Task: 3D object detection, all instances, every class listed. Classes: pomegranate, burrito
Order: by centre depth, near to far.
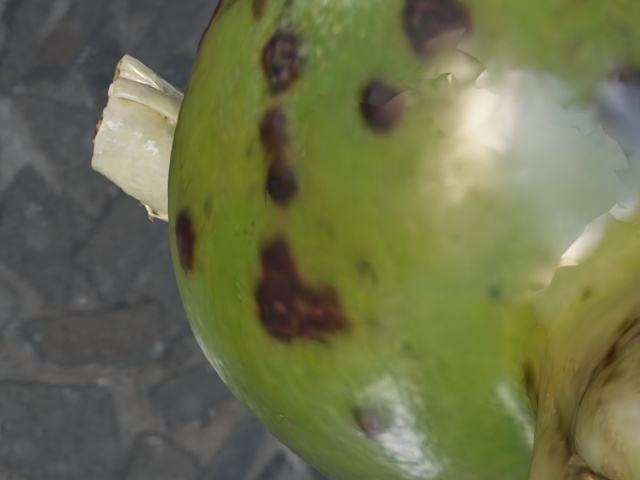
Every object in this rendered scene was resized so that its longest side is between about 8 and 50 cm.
[{"bbox_3d":[0.063,0.001,0.507,0.242,0.242,0.306,62,31,-16],"label":"pomegranate"},{"bbox_3d":[0.000,0.000,0.652,0.185,0.041,0.045,30,28,-17],"label":"burrito"}]
